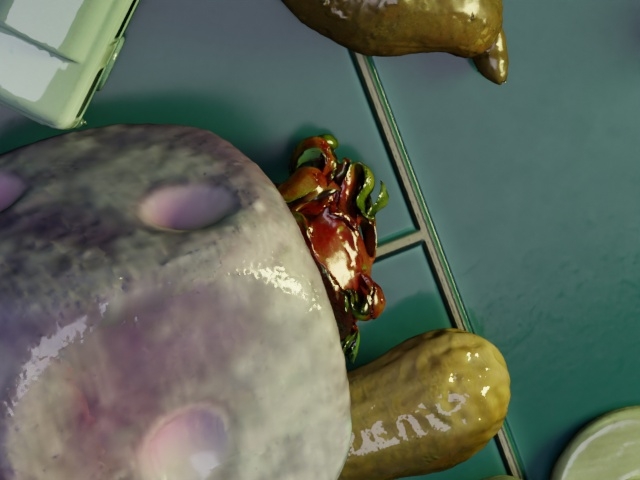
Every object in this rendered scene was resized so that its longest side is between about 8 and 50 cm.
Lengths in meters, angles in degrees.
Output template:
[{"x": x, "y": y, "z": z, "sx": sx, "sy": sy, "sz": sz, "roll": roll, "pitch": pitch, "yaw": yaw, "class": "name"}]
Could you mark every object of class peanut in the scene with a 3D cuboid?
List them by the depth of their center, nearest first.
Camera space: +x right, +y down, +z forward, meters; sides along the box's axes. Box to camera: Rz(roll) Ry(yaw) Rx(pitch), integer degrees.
[{"x": 0.047, "y": 0.154, "z": 1.484, "sx": 0.236, "sy": 0.120, "sz": 0.110, "roll": -27, "pitch": 94, "yaw": 12, "class": "peanut"}]

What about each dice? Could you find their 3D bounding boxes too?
[{"x": -0.151, "y": 0.086, "z": 1.332, "sx": 0.270, "sy": 0.271, "sz": 0.270, "roll": -20, "pitch": 122, "yaw": -19, "class": "dice"}]

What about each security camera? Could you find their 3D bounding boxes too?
[{"x": 0.207, "y": 0.250, "z": 1.532, "sx": 0.301, "sy": 0.080, "sz": 0.157, "roll": -23, "pitch": 101, "yaw": -2, "class": "security camera"}]

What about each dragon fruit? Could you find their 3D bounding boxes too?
[{"x": 0.000, "y": 0.000, "z": 1.445, "sx": 0.138, "sy": 0.142, "sz": 0.175, "roll": 16, "pitch": 78, "yaw": 27, "class": "dragon fruit"}]

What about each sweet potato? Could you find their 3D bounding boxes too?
[{"x": 0.028, "y": -0.216, "z": 1.416, "sx": 0.310, "sy": 0.098, "sz": 0.124, "roll": 42, "pitch": 74, "yaw": -9, "class": "sweet potato"}]

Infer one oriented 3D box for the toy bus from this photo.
[{"x": -0.181, "y": -0.222, "z": 1.363, "sx": 0.133, "sy": 0.165, "sz": 0.271, "roll": 26, "pitch": 98, "yaw": -8, "class": "toy bus"}]
